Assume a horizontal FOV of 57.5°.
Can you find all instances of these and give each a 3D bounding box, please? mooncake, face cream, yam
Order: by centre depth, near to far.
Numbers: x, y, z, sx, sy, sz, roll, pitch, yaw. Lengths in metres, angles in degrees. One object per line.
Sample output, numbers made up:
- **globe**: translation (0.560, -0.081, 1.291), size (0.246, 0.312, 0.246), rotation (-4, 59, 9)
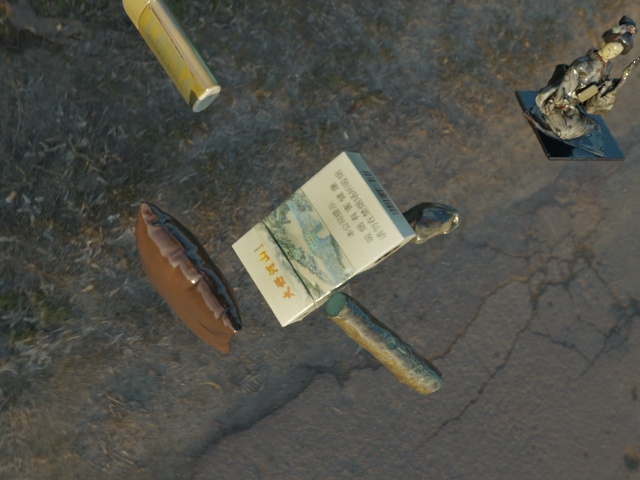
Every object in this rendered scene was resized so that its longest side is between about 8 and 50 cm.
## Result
- **yam**: translation (0.108, 0.172, 0.949), size (0.274, 0.061, 0.061), rotation (43, 61, -33)
- **face cream**: translation (-0.318, -0.416, 1.229), size (0.067, 0.139, 0.285), rotation (-37, 96, -26)
- **mooncake**: translation (0.235, -0.044, 1.341), size (0.130, 0.125, 0.073), rotation (-26, 106, -24)

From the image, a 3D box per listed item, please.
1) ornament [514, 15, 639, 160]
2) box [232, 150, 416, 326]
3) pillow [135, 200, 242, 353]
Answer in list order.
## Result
- **ornament**: translation (0.431, -0.243, 0.907), size (0.167, 0.196, 0.153), rotation (-4, 57, -17)
- **box**: translation (0.000, 0.000, 0.936), size (0.164, 0.256, 0.069), rotation (57, 24, 11)
- **pillow**: translation (-0.267, 0.088, 1.192), size (0.108, 0.308, 0.305), rotation (-37, 84, -22)
